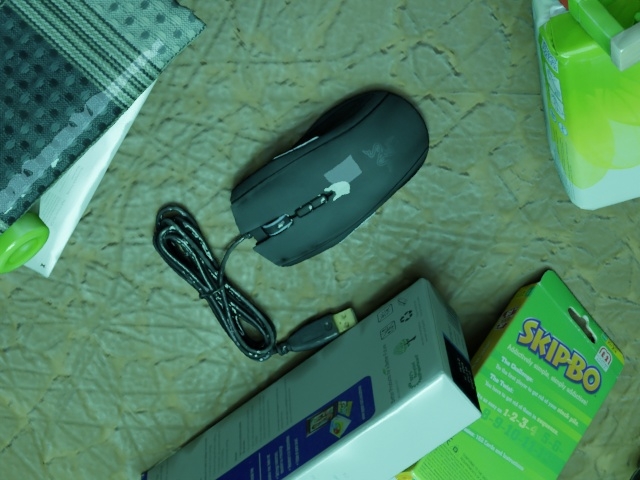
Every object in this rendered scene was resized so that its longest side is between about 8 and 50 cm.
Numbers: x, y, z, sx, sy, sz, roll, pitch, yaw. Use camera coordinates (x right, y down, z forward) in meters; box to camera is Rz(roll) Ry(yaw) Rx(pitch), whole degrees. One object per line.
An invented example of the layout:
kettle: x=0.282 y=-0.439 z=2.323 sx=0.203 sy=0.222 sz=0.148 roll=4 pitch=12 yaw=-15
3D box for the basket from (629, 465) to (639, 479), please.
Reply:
basket: x=0.405 y=0.304 z=1.584 sx=0.204 sy=0.154 sz=0.227 roll=-16 pitch=111 yaw=2

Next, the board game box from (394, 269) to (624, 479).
board game box: x=0.172 y=0.153 z=1.507 sx=0.124 sy=0.039 sz=0.259 roll=49 pitch=57 yaw=-16

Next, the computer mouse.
computer mouse: x=0.000 y=0.000 z=1.504 sx=0.262 sy=0.060 sz=0.184 roll=-30 pitch=106 yaw=6

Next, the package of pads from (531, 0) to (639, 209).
package of pads: x=0.326 y=-0.153 z=1.408 sx=0.296 sy=0.101 sz=0.229 roll=-16 pitch=145 yaw=1

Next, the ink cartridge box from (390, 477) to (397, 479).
ink cartridge box: x=0.094 y=0.335 z=1.545 sx=0.223 sy=0.129 sz=0.307 roll=-44 pitch=106 yaw=-14

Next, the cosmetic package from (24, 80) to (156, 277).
cosmetic package: x=-0.217 y=-0.097 z=1.459 sx=0.099 sy=0.060 sz=0.239 roll=29 pitch=103 yaw=-9

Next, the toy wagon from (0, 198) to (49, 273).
toy wagon: x=-0.390 y=-0.024 z=1.419 sx=0.344 sy=0.068 sz=0.267 roll=-42 pitch=77 yaw=10

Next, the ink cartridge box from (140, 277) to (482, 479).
ink cartridge box: x=-0.016 y=0.180 z=1.493 sx=0.332 sy=0.165 sz=0.065 roll=-35 pitch=115 yaw=15

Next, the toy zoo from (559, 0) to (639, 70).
toy zoo: x=0.227 y=-0.283 z=1.347 sx=0.192 sy=0.293 sz=0.030 roll=-32 pitch=150 yaw=-8

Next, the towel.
towel: x=-0.305 y=-0.168 z=1.363 sx=0.324 sy=0.056 sz=0.312 roll=44 pitch=89 yaw=10
